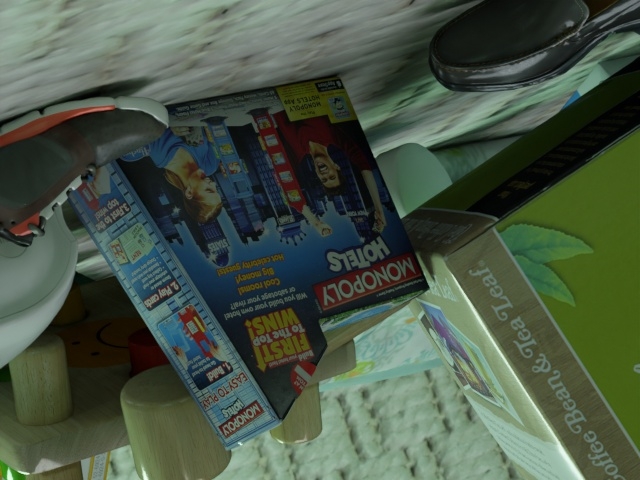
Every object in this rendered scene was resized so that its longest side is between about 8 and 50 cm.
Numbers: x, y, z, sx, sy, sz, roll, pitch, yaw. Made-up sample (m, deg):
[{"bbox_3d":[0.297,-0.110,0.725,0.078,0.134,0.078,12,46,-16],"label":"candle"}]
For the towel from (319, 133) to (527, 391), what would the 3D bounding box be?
[{"bbox_3d":[0.117,0.024,1.872,0.374,0.090,0.320,-12,154,-52],"label":"towel"}]

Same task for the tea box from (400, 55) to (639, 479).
[{"bbox_3d":[0.235,0.005,1.284,0.323,0.220,0.329,-33,-175,-3],"label":"tea box"}]

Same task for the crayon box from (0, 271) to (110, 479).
[{"bbox_3d":[-0.298,0.150,1.530,0.083,0.203,0.323,24,-158,34],"label":"crayon box"}]

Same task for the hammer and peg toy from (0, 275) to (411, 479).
[{"bbox_3d":[-0.110,0.091,1.323,0.266,0.127,0.361,-16,-159,-30],"label":"hammer and peg toy"}]

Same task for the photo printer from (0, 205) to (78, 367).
[{"bbox_3d":[-0.295,0.061,1.105,0.307,0.107,0.256,-20,172,-35],"label":"photo printer"}]

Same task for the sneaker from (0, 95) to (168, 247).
[{"bbox_3d":[-0.150,-0.030,1.026,0.158,0.065,0.061,-18,174,-11],"label":"sneaker"}]

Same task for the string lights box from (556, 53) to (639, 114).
[{"bbox_3d":[0.214,-0.016,1.602,0.076,0.133,0.260,-15,152,-43],"label":"string lights box"}]

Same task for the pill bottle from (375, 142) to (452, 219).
[{"bbox_3d":[0.000,0.000,1.533,0.208,0.118,0.117,-23,173,31],"label":"pill bottle"}]

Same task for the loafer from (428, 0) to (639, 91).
[{"bbox_3d":[0.136,-0.134,1.085,0.170,0.062,0.061,-23,152,5],"label":"loafer"}]

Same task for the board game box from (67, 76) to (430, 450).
[{"bbox_3d":[-0.037,0.014,1.148,0.194,0.194,0.060,-14,168,-41],"label":"board game box"}]
